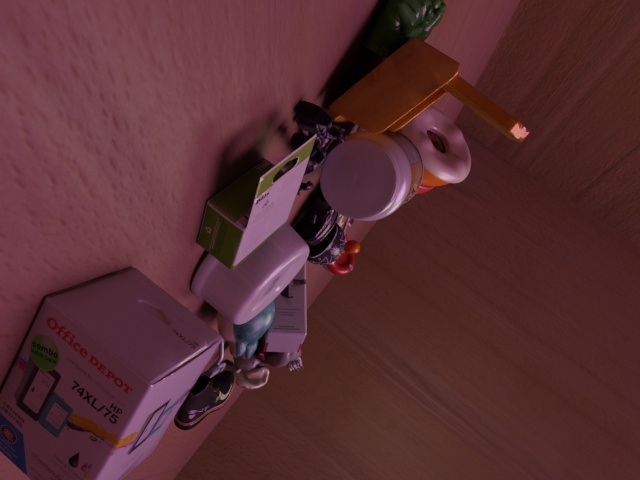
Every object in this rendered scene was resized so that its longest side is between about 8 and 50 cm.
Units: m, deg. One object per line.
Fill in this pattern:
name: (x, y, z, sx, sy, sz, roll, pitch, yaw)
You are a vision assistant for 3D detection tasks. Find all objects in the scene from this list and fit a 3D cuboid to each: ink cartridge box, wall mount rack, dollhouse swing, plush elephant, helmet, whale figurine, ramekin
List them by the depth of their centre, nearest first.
ink cartridge box: (-0.326, 0.217, 0.845, 0.270, 0.198, 0.197, -58, 170, 18)
ink cartridge box: (-0.122, -0.093, 1.054, 0.189, 0.097, 0.255, -45, 166, -42)
dollhouse swing: (0.248, -0.272, 1.281, 0.315, 0.305, 0.347, -36, -177, 17)
ramekin: (-0.152, 0.065, 1.282, 0.277, 0.135, 0.277, -46, 170, -11)
wall mount rack: (-0.338, 0.311, 1.410, 0.304, 0.130, 0.350, -52, 172, 9)
whale figurine: (-0.188, 0.218, 1.497, 0.272, 0.141, 0.216, 85, 7, -48)
ink cartridge box: (-0.108, 0.178, 1.662, 0.197, 0.114, 0.273, 109, -17, -62)
helmet: (0.000, 0.000, 1.771, 0.169, 0.161, 0.169, -52, 177, -4)
plush elephant: (-0.212, 0.374, 1.989, 0.255, 0.272, 0.330, -16, 123, -10)

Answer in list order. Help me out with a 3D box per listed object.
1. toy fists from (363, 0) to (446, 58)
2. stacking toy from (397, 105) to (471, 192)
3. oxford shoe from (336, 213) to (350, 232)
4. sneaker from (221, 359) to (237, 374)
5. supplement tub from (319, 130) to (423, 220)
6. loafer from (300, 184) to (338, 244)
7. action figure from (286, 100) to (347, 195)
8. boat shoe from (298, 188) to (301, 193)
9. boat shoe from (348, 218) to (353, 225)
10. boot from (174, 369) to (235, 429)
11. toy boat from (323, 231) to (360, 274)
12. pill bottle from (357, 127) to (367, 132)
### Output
toy fists: (0.200, -0.486, 1.219, 0.279, 0.096, 0.142, -39, 162, -54)
stacking toy: (0.319, -0.282, 2.201, 0.480, 0.351, 0.350, -37, -175, 44)
oxford shoe: (0.040, -0.102, 1.905, 0.130, 0.123, 0.348, 17, 112, -53)
sneaker: (-0.391, 0.546, 2.105, 0.163, 0.086, 0.226, -55, 172, -6)
supplement tub: (0.138, -0.175, 1.458, 0.228, 0.228, 0.316, -57, 170, 21)
loafer: (0.017, -0.132, 1.668, 0.303, 0.109, 0.095, -59, 152, -3)
action figure: (-0.018, -0.192, 1.211, 0.185, 0.099, 0.285, -63, 176, -5)
boat shoe: (-0.091, -0.104, 1.342, 0.125, 0.038, 0.046, -44, 168, -46)
boat shoe: (0.100, -0.121, 2.110, 0.079, 0.095, 0.254, -43, 162, 2)
boot: (-0.263, 0.352, 1.334, 0.198, 0.076, 0.137, -45, 160, -52)
toy boat: (0.083, 0.026, 2.112, 0.151, 0.151, 0.231, -47, 130, -40)
pill bottle: (0.166, -0.343, 1.679, 0.116, 0.065, 0.065, -48, 169, -37)
